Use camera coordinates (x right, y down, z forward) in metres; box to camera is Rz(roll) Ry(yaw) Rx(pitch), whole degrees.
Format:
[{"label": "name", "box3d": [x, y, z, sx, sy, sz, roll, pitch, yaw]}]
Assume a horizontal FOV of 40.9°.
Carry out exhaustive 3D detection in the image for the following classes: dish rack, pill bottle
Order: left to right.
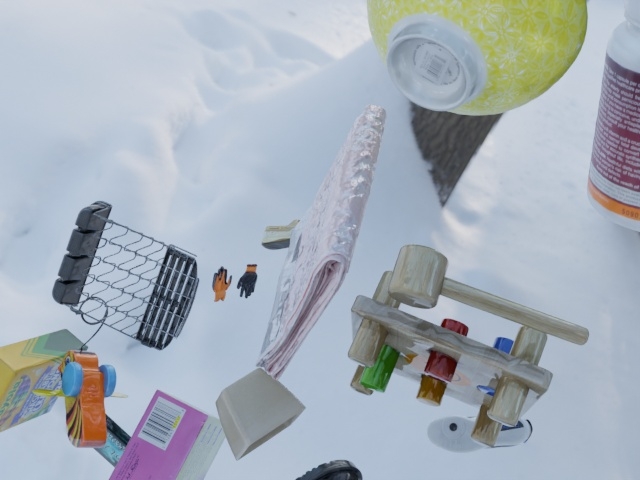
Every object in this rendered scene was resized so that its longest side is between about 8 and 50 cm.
[{"label": "dish rack", "box3d": [-0.347, 0.068, 1.552, 0.272, 0.208, 0.074, 23, 10, 13]}, {"label": "pill bottle", "box3d": [0.559, -0.225, 1.355, 0.224, 0.392, 0.224, -2, 34, 2]}]

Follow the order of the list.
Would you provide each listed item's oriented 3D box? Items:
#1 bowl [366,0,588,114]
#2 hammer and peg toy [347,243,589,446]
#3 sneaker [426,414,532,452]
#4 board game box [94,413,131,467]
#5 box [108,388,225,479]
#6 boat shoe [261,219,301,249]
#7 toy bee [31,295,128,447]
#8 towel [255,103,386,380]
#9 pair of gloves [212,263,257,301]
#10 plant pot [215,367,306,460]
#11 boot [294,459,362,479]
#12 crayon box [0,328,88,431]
[{"label": "bowl", "box3d": [0.166, -0.255, 1.074, 0.290, 0.289, 0.156, 31, 60, 8]}, {"label": "hammer and peg toy", "box3d": [0.163, 0.147, 1.080, 0.266, 0.361, 0.127, 22, 71, 10]}, {"label": "sneaker", "box3d": [0.345, 0.417, 1.836, 0.217, 0.079, 0.121, -5, -17, 21]}, {"label": "board game box", "box3d": [-0.463, 0.446, 1.895, 0.186, 0.126, 0.026, 45, 46, -8]}, {"label": "box", "box3d": [-0.294, 0.424, 1.684, 0.117, 0.213, 0.243, 24, -13, 11]}, {"label": "boat shoe", "box3d": [-0.044, -0.015, 1.554, 0.050, 0.136, 0.045, 48, 40, -60]}, {"label": "toy bee", "box3d": [-0.498, 0.297, 1.823, 0.195, 0.162, 0.298, 31, 55, -25]}, {"label": "towel", "box3d": [0.000, 0.000, 1.287, 0.054, 0.317, 0.331, 23, 45, -8]}, {"label": "pair of gloves", "box3d": [-0.153, 0.074, 1.529, 0.083, 0.074, 0.010, -5, 35, -23]}, {"label": "plant pot", "box3d": [-0.104, 0.263, 1.335, 0.109, 0.109, 0.096, -29, 74, -27]}, {"label": "boot", "box3d": [-0.005, 0.574, 1.489, 0.348, 0.131, 0.260, -39, 45, -14]}, {"label": "crayon box", "box3d": [-0.678, 0.322, 1.900, 0.083, 0.203, 0.323, 37, 15, 13]}]
